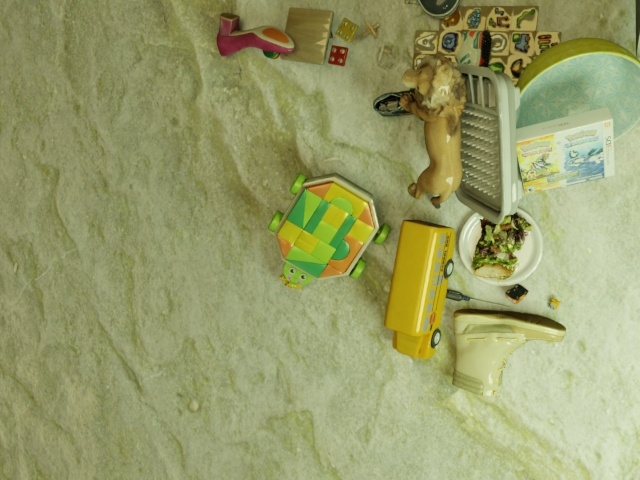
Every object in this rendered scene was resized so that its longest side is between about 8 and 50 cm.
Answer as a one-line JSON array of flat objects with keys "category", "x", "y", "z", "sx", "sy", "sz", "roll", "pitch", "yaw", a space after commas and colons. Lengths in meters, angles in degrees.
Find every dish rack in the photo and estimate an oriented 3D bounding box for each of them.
[{"category": "dish rack", "x": 0.367, "y": -0.224, "z": 1.507, "sx": 0.072, "sy": 0.285, "sz": 0.333, "roll": -10, "pitch": 109, "yaw": -10}]

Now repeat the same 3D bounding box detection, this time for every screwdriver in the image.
[{"category": "screwdriver", "x": 0.382, "y": 0.148, "z": 1.673, "sx": 0.170, "sy": 0.025, "sz": 0.024, "roll": 12, "pitch": 99, "yaw": 21}]

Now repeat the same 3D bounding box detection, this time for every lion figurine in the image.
[{"category": "lion figurine", "x": 0.268, "y": -0.225, "z": 1.528, "sx": 0.142, "sy": 0.240, "sz": 0.392, "roll": -19, "pitch": 111, "yaw": -6}]

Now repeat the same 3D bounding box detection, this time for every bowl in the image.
[{"category": "bowl", "x": 0.550, "y": -0.338, "z": 1.480, "sx": 0.289, "sy": 0.289, "sz": 0.156, "roll": -15, "pitch": 50, "yaw": 20}]

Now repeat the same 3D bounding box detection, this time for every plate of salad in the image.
[{"category": "plate of salad", "x": 0.431, "y": 0.012, "z": 1.632, "sx": 0.200, "sy": 0.048, "sz": 0.200, "roll": 2, "pitch": 95, "yaw": 20}]

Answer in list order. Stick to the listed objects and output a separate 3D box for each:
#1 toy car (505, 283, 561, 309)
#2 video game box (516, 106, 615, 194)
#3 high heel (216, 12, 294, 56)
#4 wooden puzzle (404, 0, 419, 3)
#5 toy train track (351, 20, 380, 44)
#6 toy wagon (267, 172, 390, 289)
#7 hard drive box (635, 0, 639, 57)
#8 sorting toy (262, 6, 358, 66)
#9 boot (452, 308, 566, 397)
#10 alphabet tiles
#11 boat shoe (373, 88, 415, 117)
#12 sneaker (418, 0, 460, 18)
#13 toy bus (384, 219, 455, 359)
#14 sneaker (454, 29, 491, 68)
[{"category": "toy car", "x": 0.501, "y": 0.149, "z": 1.618, "sx": 0.122, "sy": 0.060, "sz": 0.040, "roll": 25, "pitch": 134, "yaw": 22}, {"category": "video game box", "x": 0.541, "y": -0.194, "z": 1.505, "sx": 0.205, "sy": 0.187, "sz": 0.048, "roll": -13, "pitch": 49, "yaw": 17}, {"category": "high heel", "x": -0.172, "y": -0.501, "z": 1.768, "sx": 0.244, "sy": 0.082, "sz": 0.117, "roll": 24, "pitch": 132, "yaw": 19}, {"category": "wooden puzzle", "x": 0.234, "y": -0.605, "z": 1.664, "sx": 0.083, "sy": 0.006, "sz": 0.049, "roll": 9, "pitch": 98, "yaw": 18}, {"category": "toy train track", "x": 0.115, "y": -0.521, "z": 1.711, "sx": 0.083, "sy": 0.014, "sz": 0.048, "roll": -31, "pitch": 92, "yaw": 25}, {"category": "toy wagon", "x": 0.000, "y": 0.000, "z": 1.724, "sx": 0.267, "sy": 0.068, "sz": 0.344, "roll": 30, "pitch": 113, "yaw": -5}, {"category": "hard drive box", "x": 0.747, "y": -0.488, "z": 1.390, "sx": 0.181, "sy": 0.089, "sz": 0.232, "roll": 3, "pitch": 59, "yaw": 19}, {"category": "sorting toy", "x": -0.019, "y": -0.517, "z": 1.729, "sx": 0.274, "sy": 0.046, "sz": 0.132, "roll": 16, "pitch": 100, "yaw": 31}, {"category": "boot", "x": 0.445, "y": 0.276, "z": 1.626, "sx": 0.262, "sy": 0.095, "sz": 0.203, "roll": 4, "pitch": 96, "yaw": 21}, {"category": "alphabet tiles", "x": 0.388, "y": -0.415, "z": 1.627, "sx": 0.342, "sy": 0.011, "sz": 0.285, "roll": 6, "pitch": 98, "yaw": 18}, {"category": "boat shoe", "x": 0.220, "y": -0.335, "z": 1.642, "sx": 0.183, "sy": 0.083, "sz": 0.065, "roll": -11, "pitch": 92, "yaw": 20}, {"category": "sneaker", "x": 0.274, "y": -0.689, "z": 1.577, "sx": 0.126, "sy": 0.127, "sz": 0.321, "roll": 4, "pitch": 96, "yaw": 18}, {"category": "toy bus", "x": 0.239, "y": 0.121, "z": 1.653, "sx": 0.108, "sy": 0.130, "sz": 0.332, "roll": 15, "pitch": 100, "yaw": 34}, {"category": "sneaker", "x": 0.354, "y": -0.418, "z": 1.611, "sx": 0.075, "sy": 0.057, "sz": 0.161, "roll": 19, "pitch": 108, "yaw": 40}]
